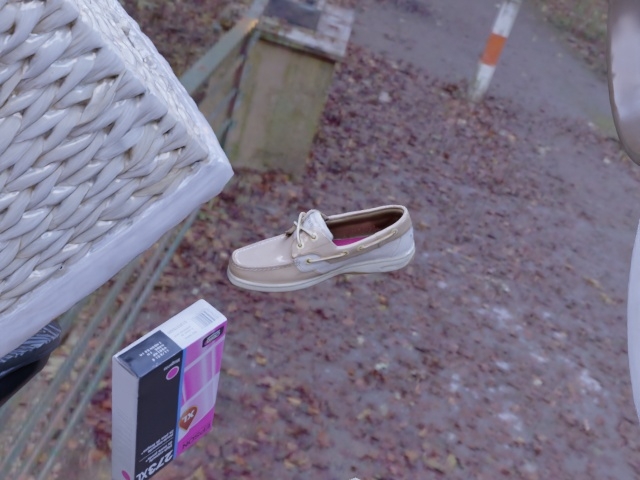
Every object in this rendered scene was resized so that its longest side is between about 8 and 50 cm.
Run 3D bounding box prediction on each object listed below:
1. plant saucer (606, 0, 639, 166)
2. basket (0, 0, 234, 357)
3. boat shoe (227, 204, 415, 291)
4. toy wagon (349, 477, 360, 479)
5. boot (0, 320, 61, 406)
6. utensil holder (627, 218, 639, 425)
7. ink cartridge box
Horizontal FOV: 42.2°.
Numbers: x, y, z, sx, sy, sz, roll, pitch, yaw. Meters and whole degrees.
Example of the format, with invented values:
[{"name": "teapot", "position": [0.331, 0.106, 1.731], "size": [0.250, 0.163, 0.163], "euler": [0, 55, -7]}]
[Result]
[{"name": "plant saucer", "position": [0.267, -0.191, 0.610], "size": [0.041, 0.278, 0.278], "euler": [3, 28, 3]}, {"name": "basket", "position": [-0.314, -0.112, 0.675], "size": [0.328, 0.331, 0.266], "euler": [53, 2, 38]}, {"name": "boat shoe", "position": [0.000, 0.000, 0.728], "size": [0.170, 0.059, 0.063], "euler": [-11, 37, -10]}, {"name": "toy wagon", "position": [0.019, 0.482, 1.036], "size": [0.267, 0.344, 0.068], "euler": [15, -19, 42]}, {"name": "boot", "position": [-0.517, 0.260, 1.188], "size": [0.131, 0.260, 0.348], "euler": [22, 21, 12]}, {"name": "utensil holder", "position": [0.354, 0.018, 0.295], "size": [0.385, 0.328, 0.327], "euler": [-7, 37, -37]}, {"name": "ink cartridge box", "position": [-0.246, 0.272, 1.314], "size": [0.069, 0.371, 0.175], "euler": [36, 46, 22]}]
